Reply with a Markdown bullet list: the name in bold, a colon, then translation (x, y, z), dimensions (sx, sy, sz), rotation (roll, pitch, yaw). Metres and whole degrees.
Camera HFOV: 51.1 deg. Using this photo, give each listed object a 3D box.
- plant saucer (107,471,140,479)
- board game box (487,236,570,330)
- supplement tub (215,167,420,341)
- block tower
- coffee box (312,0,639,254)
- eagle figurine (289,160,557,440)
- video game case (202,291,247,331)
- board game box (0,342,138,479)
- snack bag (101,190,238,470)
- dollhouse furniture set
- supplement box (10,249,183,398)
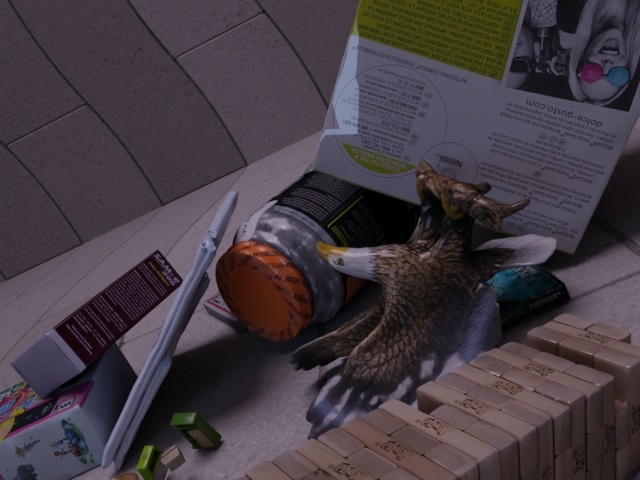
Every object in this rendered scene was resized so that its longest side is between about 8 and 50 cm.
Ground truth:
- **plant saucer**: translation (-0.245, 0.306, 0.781), dimensions (0.084, 0.015, 0.083), rotation (-24, 17, 8)
- **board game box**: translation (0.206, 0.057, 0.822), dimensions (0.126, 0.026, 0.186), rotation (-26, 16, 2)
- **supplement tub**: translation (0.000, 0.000, 1.018), dimensions (0.194, 0.193, 0.316), rotation (-10, 22, 44)
- **block tower**: translation (0.095, 0.148, 0.437), dimensions (0.336, 0.097, 0.091), rotation (-19, 20, -32)
- **coffee box**: translation (0.212, -0.228, 0.895), dimensions (0.338, 0.334, 0.337), rotation (18, 22, 3)
- **eagle figurine**: translation (0.090, 0.068, 0.719), dimensions (0.225, 0.298, 0.226), rotation (25, 14, 32)
- **video game case**: translation (-0.065, 0.061, 1.228), dimensions (0.285, 0.025, 0.204), rotation (-33, 17, -20)
- **board game box**: translation (-0.442, 0.289, 0.998), dimensions (0.304, 0.097, 0.224), rotation (-27, 16, 3)
- **snack bag**: translation (-0.196, 0.103, 0.955), dimensions (0.342, 0.037, 0.323), rotation (-63, 8, 14)
- **dollhouse furniture set**: translation (-0.163, 0.272, 0.746), dimensions (0.076, 0.058, 0.151), rotation (-11, 41, 23)
- **supplement box**: translation (-0.327, 0.120, 1.004), dimensions (0.130, 0.073, 0.239), rotation (-32, 10, 38)
